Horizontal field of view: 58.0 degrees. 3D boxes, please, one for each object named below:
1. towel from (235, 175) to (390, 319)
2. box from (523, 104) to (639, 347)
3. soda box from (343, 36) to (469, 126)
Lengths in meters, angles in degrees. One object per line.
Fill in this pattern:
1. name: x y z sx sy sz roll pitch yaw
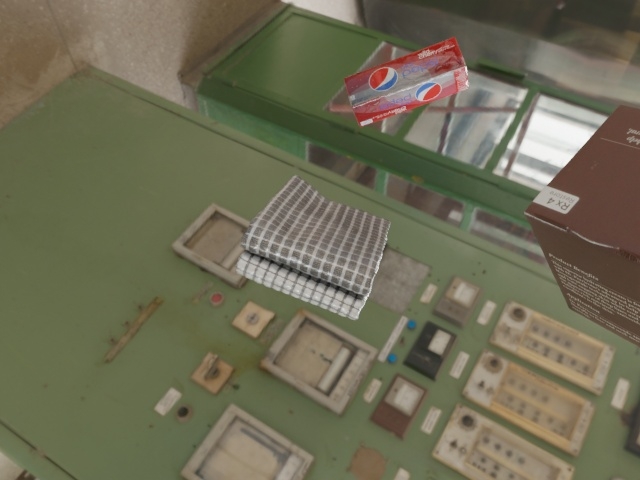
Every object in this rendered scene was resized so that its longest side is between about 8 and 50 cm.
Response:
1. towel: 0.000 0.000 1.047 0.284 0.234 0.122 -62 170 -63
2. box: 0.359 0.000 0.613 0.167 0.168 0.203 -46 130 -6
3. soda box: 0.192 -0.353 1.296 0.083 0.263 0.092 54 22 -59
